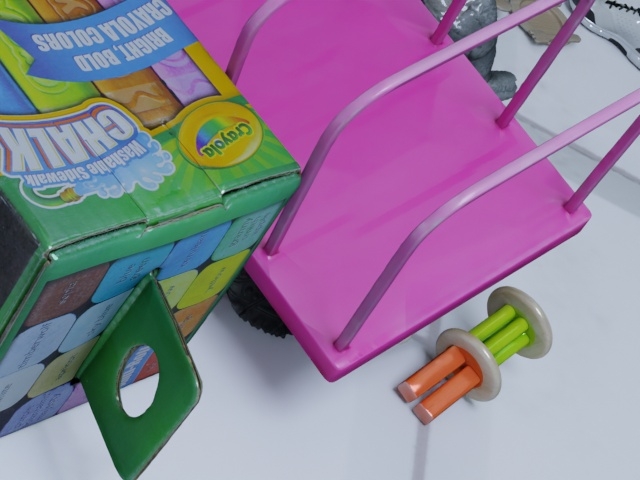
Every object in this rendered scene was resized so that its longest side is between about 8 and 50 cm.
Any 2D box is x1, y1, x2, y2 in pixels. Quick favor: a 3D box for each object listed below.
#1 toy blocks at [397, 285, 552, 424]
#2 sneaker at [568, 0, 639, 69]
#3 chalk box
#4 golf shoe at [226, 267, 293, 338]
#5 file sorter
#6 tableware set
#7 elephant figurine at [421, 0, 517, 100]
[{"bbox_3d":[0.066,0.056,1.013,0.148,0.054,0.123,-32,119,-30],"label":"toy blocks"},{"bbox_3d":[0.263,-0.190,1.442,0.109,0.043,0.040,36,40,1],"label":"sneaker"},{"bbox_3d":[-0.146,-0.018,0.849,0.179,0.180,0.289,-21,67,-47],"label":"chalk box"},{"bbox_3d":[0.000,0.000,1.041,0.094,0.077,0.198,39,33,29],"label":"golf shoe"},{"bbox_3d":[0.021,-0.117,0.924,0.202,0.182,0.290,-29,74,-29],"label":"file sorter"},{"bbox_3d":[0.147,-0.230,1.411,0.141,0.020,0.168,11,45,-30],"label":"tableware set"},{"bbox_3d":[0.014,-0.195,1.159,0.169,0.186,0.239,-29,69,-14],"label":"elephant figurine"}]
